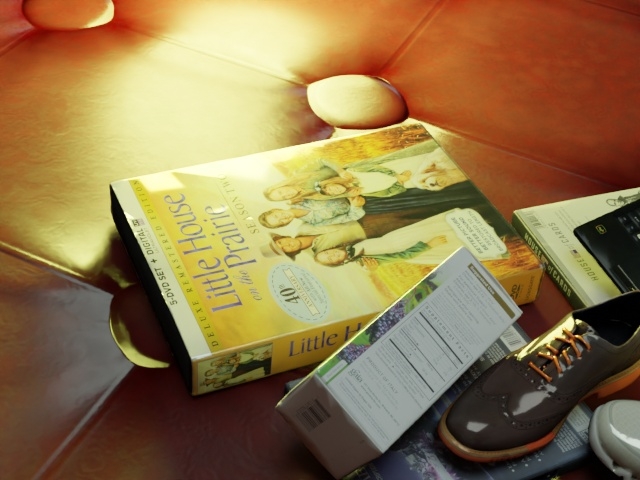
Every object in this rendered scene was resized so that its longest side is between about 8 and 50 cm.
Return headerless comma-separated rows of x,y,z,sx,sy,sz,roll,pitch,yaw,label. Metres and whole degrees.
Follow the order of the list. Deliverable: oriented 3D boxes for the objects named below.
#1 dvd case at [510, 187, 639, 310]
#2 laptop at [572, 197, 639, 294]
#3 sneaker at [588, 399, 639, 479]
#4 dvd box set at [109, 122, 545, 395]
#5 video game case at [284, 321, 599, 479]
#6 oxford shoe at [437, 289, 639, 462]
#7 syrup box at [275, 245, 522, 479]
0.378,0.007,1.238,0.238,0.030,0.179,-11,44,-18,dvd case
0.469,0.000,1.134,0.264,0.137,0.234,-21,64,-28,laptop
0.400,0.197,0.948,0.292,0.118,0.110,15,43,7,sneaker
0.000,0.000,1.176,0.420,0.062,0.308,-13,44,-21,dvd box set
0.127,0.178,1.016,0.274,0.026,0.196,-15,45,-22,video game case
0.223,0.123,0.996,0.271,0.098,0.097,-26,50,-32,oxford shoe
0.079,0.112,0.972,0.096,0.093,0.237,49,52,4,syrup box
